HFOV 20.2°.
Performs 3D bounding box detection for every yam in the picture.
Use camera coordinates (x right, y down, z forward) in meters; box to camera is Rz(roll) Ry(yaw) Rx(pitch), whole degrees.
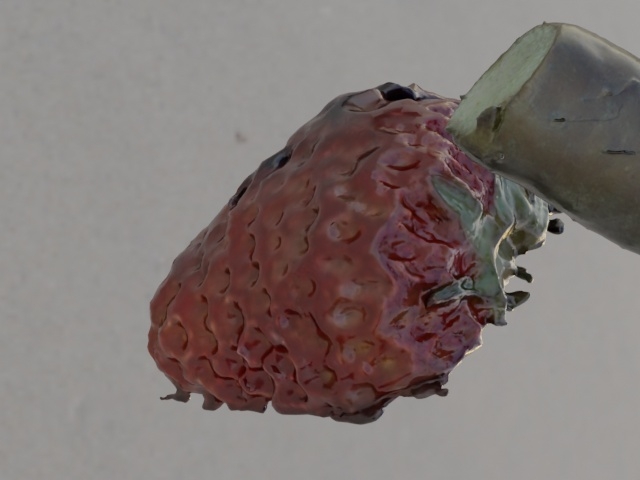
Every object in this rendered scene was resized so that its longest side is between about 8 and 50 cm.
[{"bbox_3d":[0.158,0.009,0.550,0.061,0.253,0.061,-58,-170,17],"label":"yam"}]

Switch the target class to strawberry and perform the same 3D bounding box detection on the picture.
[{"bbox_3d":[0.014,-0.010,1.184,0.253,0.280,0.150,-44,115,-33],"label":"strawberry"}]
